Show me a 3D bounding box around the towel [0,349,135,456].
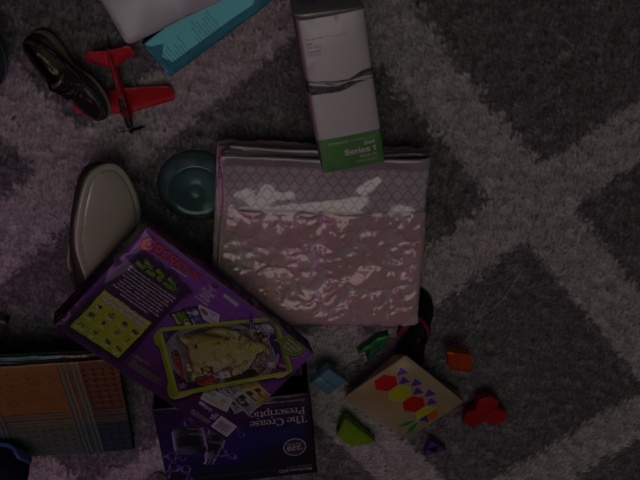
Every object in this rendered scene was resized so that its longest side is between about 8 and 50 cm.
[{"bbox_3d":[-0.511,0.279,1.545,0.370,0.040,0.271,-3,134,-6],"label":"towel"}]

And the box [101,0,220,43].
[{"bbox_3d":[-0.153,-0.389,1.050,0.215,0.345,0.168,-25,119,8],"label":"box"}]

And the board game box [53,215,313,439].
[{"bbox_3d":[-0.202,0.142,1.406,0.208,0.056,0.347,-43,118,11],"label":"board game box"}]

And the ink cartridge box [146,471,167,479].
[{"bbox_3d":[-0.275,0.545,1.717,0.203,0.086,0.148,39,110,-24],"label":"ink cartridge box"}]

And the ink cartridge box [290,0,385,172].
[{"bbox_3d":[0.021,-0.229,1.262,0.093,0.160,0.219,-10,120,-1],"label":"ink cartridge box"}]

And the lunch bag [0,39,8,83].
[{"bbox_3d":[-0.549,-0.283,1.212,0.224,0.108,0.279,-17,120,1],"label":"lunch bag"}]

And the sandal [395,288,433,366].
[{"bbox_3d":[0.158,0.157,1.560,0.067,0.040,0.179,-2,120,-2],"label":"sandal"}]

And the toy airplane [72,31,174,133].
[{"bbox_3d":[-0.285,-0.220,1.316,0.151,0.028,0.151,-2,120,-3],"label":"toy airplane"}]

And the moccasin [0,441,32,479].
[{"bbox_3d":[-0.652,0.449,1.585,0.342,0.117,0.138,-28,136,23],"label":"moccasin"}]

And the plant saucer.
[{"bbox_3d":[-0.190,-0.079,1.408,0.119,0.021,0.119,-2,120,-4],"label":"plant saucer"}]

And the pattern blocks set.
[{"bbox_3d":[0.149,0.274,1.619,0.285,0.026,0.325,-31,125,15],"label":"pattern blocks set"}]

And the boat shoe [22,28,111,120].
[{"bbox_3d":[-0.356,-0.222,1.281,0.056,0.049,0.152,-36,103,33],"label":"boat shoe"}]

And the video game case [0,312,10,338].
[{"bbox_3d":[-0.670,0.150,1.495,0.274,0.026,0.196,24,115,-16],"label":"video game case"}]

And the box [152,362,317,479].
[{"bbox_3d":[-0.143,0.316,1.592,0.261,0.103,0.184,-6,122,-1],"label":"box"}]

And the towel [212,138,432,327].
[{"bbox_3d":[0.000,0.000,1.424,0.332,0.053,0.317,1,119,-3],"label":"towel"}]

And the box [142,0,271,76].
[{"bbox_3d":[-0.122,-0.325,1.229,0.244,0.100,0.060,-34,117,14],"label":"box"}]

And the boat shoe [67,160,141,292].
[{"bbox_3d":[-0.334,0.012,1.399,0.109,0.091,0.305,-21,128,-33],"label":"boat shoe"}]
